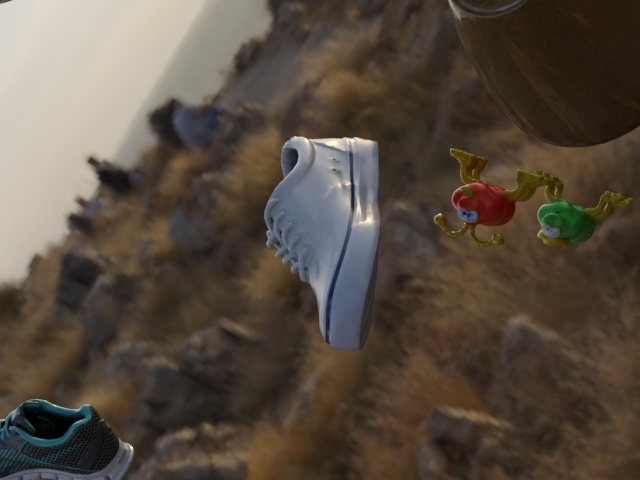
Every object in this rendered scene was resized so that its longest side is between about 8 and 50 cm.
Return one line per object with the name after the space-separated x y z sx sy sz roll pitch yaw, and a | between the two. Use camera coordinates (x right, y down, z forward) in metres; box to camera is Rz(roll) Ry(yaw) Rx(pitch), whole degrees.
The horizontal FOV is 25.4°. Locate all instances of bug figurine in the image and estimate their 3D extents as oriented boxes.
0.246 -0.003 1.214 0.216 0.279 0.072 4 -76 -59 | bug figurine

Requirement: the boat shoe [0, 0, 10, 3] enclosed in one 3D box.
-0.259 -0.257 1.288 0.133 0.042 0.049 -23 44 22 | boat shoe

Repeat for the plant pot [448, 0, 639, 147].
0.235 -0.246 1.503 0.237 0.237 0.254 -57 -34 7 | plant pot

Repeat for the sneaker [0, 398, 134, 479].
-0.232 0.154 1.129 0.065 0.166 0.076 -75 -26 -45 | sneaker

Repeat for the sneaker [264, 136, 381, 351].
0.000 0.000 1.132 0.258 0.091 0.094 -88 2 -59 | sneaker
